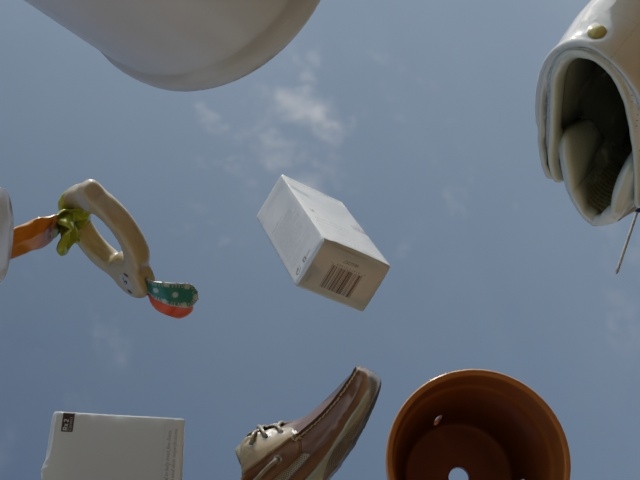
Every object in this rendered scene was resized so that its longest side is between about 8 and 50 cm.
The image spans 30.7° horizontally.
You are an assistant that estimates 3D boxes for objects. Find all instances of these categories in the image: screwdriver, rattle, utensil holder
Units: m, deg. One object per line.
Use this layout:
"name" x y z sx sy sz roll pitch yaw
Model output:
"screwdriver" 0.430 -0.028 1.593 0.025 0.024 0.170 85 -153 -60
"rattle" -0.248 0.041 1.308 0.200 0.130 0.143 58 -139 -12
"utensil holder" -0.208 -0.362 1.128 0.385 0.327 0.328 27 -109 -59

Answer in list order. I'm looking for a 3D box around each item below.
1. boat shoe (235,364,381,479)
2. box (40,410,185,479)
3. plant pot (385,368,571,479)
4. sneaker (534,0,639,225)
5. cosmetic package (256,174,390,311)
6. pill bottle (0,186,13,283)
"boat shoe" -0.050 0.275 1.417 0.116 0.123 0.324 38 -96 9
"box" -0.276 0.337 1.550 0.182 0.119 0.181 4 -126 -6
"plant pot" 0.240 0.375 1.905 0.291 0.203 0.291 1 -110 -4
"sneaker" 0.208 -0.059 0.749 0.169 0.108 0.292 -51 -40 -22
"cosmetic package" 0.000 0.000 1.651 0.117 0.231 0.085 23 -73 -27
"pill bottle" -0.350 -0.009 0.926 0.193 0.108 0.108 3 -94 0
